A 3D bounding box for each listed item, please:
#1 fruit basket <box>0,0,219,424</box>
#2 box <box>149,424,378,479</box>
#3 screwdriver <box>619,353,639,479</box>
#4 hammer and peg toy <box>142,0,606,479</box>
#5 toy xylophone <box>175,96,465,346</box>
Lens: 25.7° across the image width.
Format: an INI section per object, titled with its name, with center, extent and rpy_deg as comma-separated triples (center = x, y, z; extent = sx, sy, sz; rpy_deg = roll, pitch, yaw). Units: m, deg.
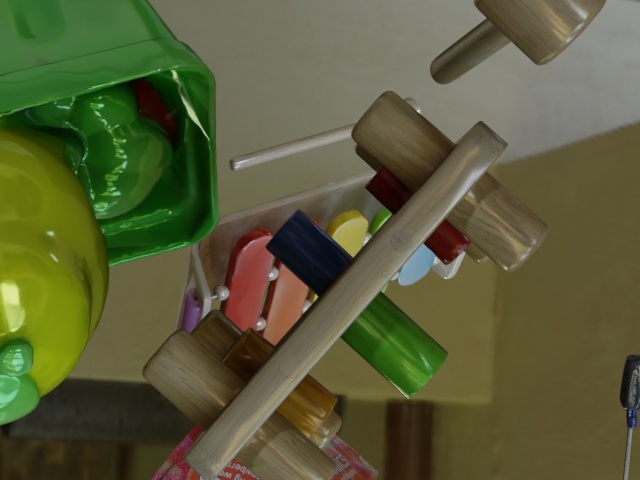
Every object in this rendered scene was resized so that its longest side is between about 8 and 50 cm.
[fruit basket]
center = -0.239, -0.008, 0.966
extent = 0.283, 0.392, 0.392
rpy_deg = 96, -11, -60
[box]
center = -0.052, 0.215, 1.183
extent = 0.123, 0.128, 0.257
rpy_deg = -50, 171, 6
[screwdriver]
center = 0.290, 0.186, 1.308
extent = 0.024, 0.025, 0.170
rpy_deg = -144, -133, -63
[hammer and peg toy]
center = 0.054, -0.006, 0.892
extent = 0.361, 0.127, 0.266
rpy_deg = -49, 179, 1
[toy xylophone]
center = 0.000, 0.000, 1.273
extent = 0.081, 0.322, 0.236
rpy_deg = 54, -24, 29
